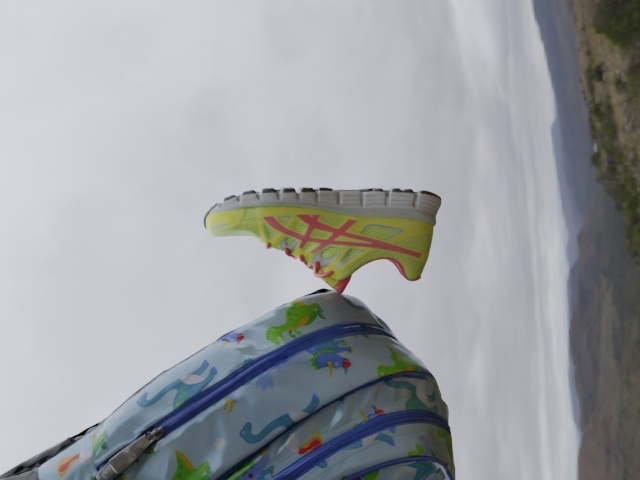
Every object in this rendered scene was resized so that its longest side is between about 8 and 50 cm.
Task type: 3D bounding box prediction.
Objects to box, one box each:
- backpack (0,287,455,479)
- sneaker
[{"bbox_3d":[-0.054,0.209,0.555,0.355,0.273,0.290,-44,-41,-17],"label":"backpack"},{"bbox_3d":[0.000,0.000,0.528,0.081,0.209,0.094,-48,-41,-84],"label":"sneaker"}]
